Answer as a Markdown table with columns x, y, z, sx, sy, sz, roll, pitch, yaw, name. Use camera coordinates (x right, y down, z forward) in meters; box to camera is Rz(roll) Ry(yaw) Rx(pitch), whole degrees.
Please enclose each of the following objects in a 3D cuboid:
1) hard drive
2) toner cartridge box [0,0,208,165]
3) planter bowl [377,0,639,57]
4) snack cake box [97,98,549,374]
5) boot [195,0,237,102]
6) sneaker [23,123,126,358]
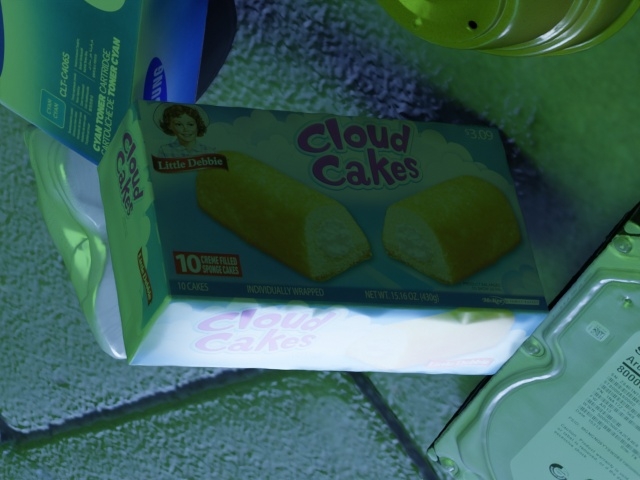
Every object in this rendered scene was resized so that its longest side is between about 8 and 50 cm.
| x | y | z | sx | sy | sz | roll | pitch | yaw | name |
| --- | --- | --- | --- | --- | --- | --- | --- | --- | --- |
| 0.239 | 0.133 | 1.369 | 0.237 | 0.064 | 0.339 | 39 | 140 | 4 | hard drive |
| -0.147 | -0.221 | 1.241 | 0.165 | 0.075 | 0.348 | 33 | 135 | 24 | toner cartridge box |
| 0.088 | -0.184 | 1.185 | 0.217 | 0.090 | 0.217 | 22 | 136 | 23 | planter bowl |
| 0.000 | 0.000 | 1.268 | 0.089 | 0.264 | 0.152 | 125 | 141 | -50 | snack cake box |
| -0.171 | -0.218 | 1.391 | 0.229 | 0.091 | 0.263 | 32 | 136 | 21 | boot |
| -0.190 | -0.005 | 1.607 | 0.094 | 0.080 | 0.212 | 17 | 129 | 44 | sneaker |
